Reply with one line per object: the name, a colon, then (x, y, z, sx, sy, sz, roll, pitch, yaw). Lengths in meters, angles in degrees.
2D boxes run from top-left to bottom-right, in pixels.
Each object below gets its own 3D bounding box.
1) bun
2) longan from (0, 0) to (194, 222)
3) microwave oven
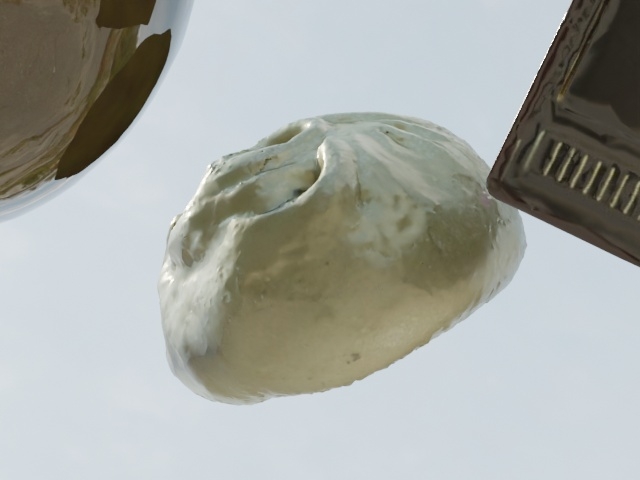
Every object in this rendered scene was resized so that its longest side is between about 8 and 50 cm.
bun: (0.000, 0.000, 0.917, 0.231, 0.231, 0.133, -21, -80, 12)
longan: (-0.210, -0.141, 0.764, 0.319, 0.319, 0.319, -6, -41, -5)
microwave oven: (0.216, -0.096, 0.792, 0.178, 0.188, 0.247, 27, -79, 13)
